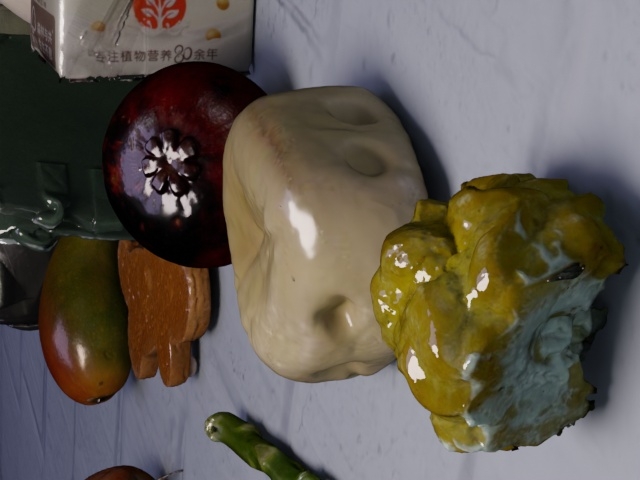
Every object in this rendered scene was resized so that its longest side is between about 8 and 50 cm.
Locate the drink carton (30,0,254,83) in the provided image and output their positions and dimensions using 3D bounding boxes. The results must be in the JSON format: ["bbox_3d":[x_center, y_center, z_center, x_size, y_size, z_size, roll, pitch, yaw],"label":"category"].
[{"bbox_3d":[-0.164,-0.318,1.246,0.132,0.194,0.324,-141,50,-57],"label":"drink carton"}]

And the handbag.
[{"bbox_3d":[-0.241,-0.103,1.430,0.079,0.247,0.260,119,144,-45],"label":"handbag"}]

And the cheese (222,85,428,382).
[{"bbox_3d":[0.000,0.000,0.969,0.235,0.117,0.218,-145,53,-70],"label":"cheese"}]

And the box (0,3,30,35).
[{"bbox_3d":[-0.326,-0.210,1.666,0.149,0.231,0.155,176,92,-70],"label":"box"}]

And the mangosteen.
[{"bbox_3d":[-0.103,-0.067,1.195,0.200,0.200,0.200,176,90,-70],"label":"mangosteen"}]

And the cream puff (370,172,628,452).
[{"bbox_3d":[0.087,0.033,0.721,0.156,0.121,0.156,173,90,-76],"label":"cream puff"}]

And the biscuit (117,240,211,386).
[{"bbox_3d":[-0.177,0.069,1.568,0.324,0.049,0.205,147,117,-68],"label":"biscuit"}]

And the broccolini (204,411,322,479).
[{"bbox_3d":[-0.045,0.228,1.186,0.392,0.074,0.079,-162,77,-67],"label":"broccolini"}]

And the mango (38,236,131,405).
[{"bbox_3d":[-0.330,0.094,1.894,0.146,0.129,0.289,107,160,-48],"label":"mango"}]

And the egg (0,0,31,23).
[{"bbox_3d":[-0.269,-0.387,1.407,0.283,0.283,0.345,-140,42,-64],"label":"egg"}]

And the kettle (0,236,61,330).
[{"bbox_3d":[-0.480,-0.018,2.204,0.321,0.228,0.324,-51,-44,-80],"label":"kettle"}]

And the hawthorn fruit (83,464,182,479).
[{"bbox_3d":[-0.258,0.344,1.706,0.149,0.149,0.189,-119,31,-50],"label":"hawthorn fruit"}]
